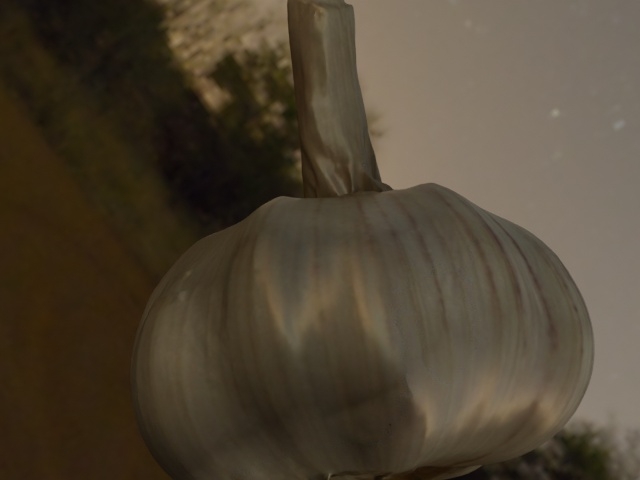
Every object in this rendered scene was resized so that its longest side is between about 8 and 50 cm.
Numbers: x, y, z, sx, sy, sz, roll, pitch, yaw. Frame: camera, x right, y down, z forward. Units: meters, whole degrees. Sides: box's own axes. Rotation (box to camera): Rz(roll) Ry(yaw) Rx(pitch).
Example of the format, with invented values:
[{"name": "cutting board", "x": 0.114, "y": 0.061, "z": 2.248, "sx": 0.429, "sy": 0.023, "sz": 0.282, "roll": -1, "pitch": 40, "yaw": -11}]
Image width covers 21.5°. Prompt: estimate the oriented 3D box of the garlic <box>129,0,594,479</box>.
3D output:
[{"name": "garlic", "x": 0.000, "y": 0.000, "z": 0.717, "sx": 0.199, "sy": 0.199, "sz": 0.226, "roll": 69, "pitch": 10, "yaw": -83}]
